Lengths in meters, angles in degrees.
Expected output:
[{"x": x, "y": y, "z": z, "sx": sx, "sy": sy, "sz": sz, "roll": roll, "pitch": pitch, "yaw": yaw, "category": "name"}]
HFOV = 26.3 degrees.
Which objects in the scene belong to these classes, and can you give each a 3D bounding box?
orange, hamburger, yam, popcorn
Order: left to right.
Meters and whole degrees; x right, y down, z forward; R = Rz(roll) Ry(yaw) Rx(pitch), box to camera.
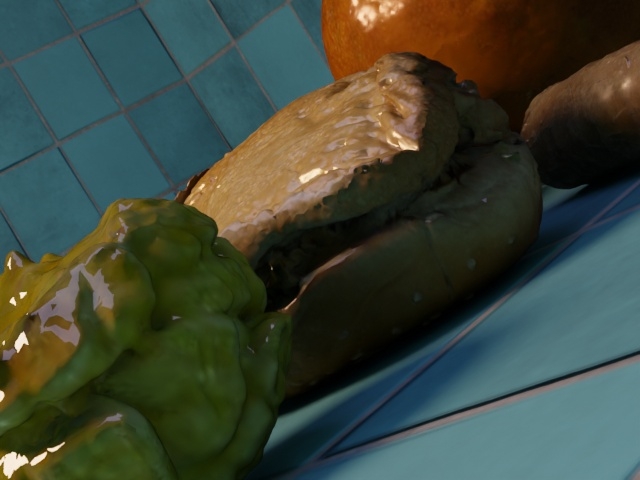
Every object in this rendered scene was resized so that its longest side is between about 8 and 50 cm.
[{"x": -0.114, "y": 0.066, "z": 0.648, "sx": 0.195, "sy": 0.173, "sz": 0.168, "roll": -22, "pitch": 51, "yaw": 43, "category": "popcorn"}, {"x": 0.000, "y": 0.000, "z": 0.822, "sx": 0.286, "sy": 0.146, "sz": 0.243, "roll": -18, "pitch": 18, "yaw": 49, "category": "hamburger"}, {"x": 0.141, "y": -0.174, "z": 1.085, "sx": 0.284, "sy": 0.226, "sz": 0.284, "roll": -6, "pitch": -31, "yaw": -4, "category": "orange"}, {"x": 0.219, "y": -0.096, "z": 0.772, "sx": 0.081, "sy": 0.081, "sz": 0.356, "roll": -33, "pitch": 2, "yaw": -20, "category": "yam"}]
